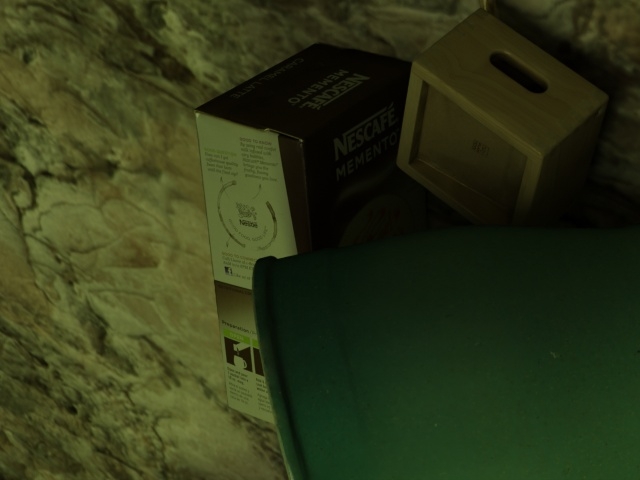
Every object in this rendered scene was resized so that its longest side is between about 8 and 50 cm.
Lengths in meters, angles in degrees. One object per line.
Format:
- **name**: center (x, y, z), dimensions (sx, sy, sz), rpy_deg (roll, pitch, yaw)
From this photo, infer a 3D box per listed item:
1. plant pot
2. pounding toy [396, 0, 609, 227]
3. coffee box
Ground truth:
- **plant pot**: center (0.118, 0.107, 1.243), dimensions (0.255, 0.271, 0.271), rpy_deg (-16, 108, 5)
- **pounding toy**: center (0.118, -0.095, 1.306), dimensions (0.141, 0.100, 0.130), rpy_deg (38, 149, 21)
- **coffee box**: center (0.000, 0.000, 1.424), dimensions (0.098, 0.141, 0.246), rpy_deg (17, 126, 35)
